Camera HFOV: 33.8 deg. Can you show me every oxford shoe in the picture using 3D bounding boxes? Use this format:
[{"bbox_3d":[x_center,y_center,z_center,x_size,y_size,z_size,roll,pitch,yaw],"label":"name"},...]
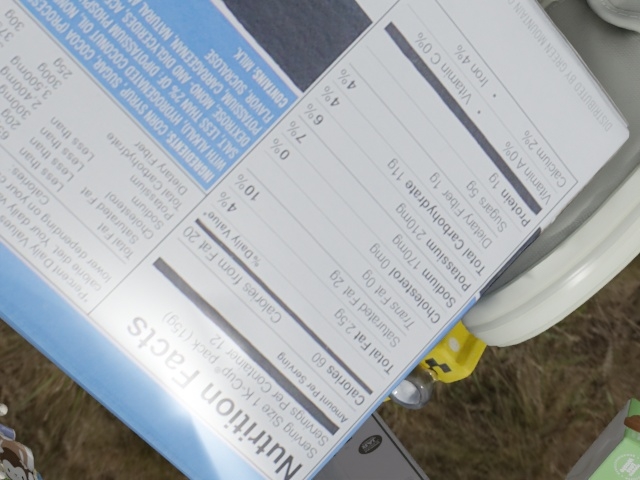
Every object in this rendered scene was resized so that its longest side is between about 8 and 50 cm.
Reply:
[{"bbox_3d":[0.172,-0.134,0.599,0.130,0.169,0.449,38,64,-11],"label":"oxford shoe"}]

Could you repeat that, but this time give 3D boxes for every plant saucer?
[{"bbox_3d":[0.378,0.210,1.165,0.083,0.083,0.013,15,93,-4],"label":"plant saucer"}]

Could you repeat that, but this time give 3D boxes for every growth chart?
[{"bbox_3d":[-0.370,0.281,1.262,0.021,0.172,0.237,-33,72,1],"label":"growth chart"}]

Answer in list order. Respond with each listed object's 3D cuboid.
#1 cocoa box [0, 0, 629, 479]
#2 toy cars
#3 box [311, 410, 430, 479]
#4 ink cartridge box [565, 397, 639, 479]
[{"bbox_3d":[-0.074,-0.064,0.530,0.228,0.347,0.231,-47,110,-7],"label":"cocoa box"},{"bbox_3d":[0.013,0.051,0.864,0.176,0.393,0.087,-39,104,-4],"label":"toy cars"},{"bbox_3d":[0.042,0.290,1.102,0.169,0.290,0.087,-33,113,-4],"label":"box"},{"bbox_3d":[0.577,0.435,1.644,0.353,0.119,0.207,31,121,5],"label":"ink cartridge box"}]
